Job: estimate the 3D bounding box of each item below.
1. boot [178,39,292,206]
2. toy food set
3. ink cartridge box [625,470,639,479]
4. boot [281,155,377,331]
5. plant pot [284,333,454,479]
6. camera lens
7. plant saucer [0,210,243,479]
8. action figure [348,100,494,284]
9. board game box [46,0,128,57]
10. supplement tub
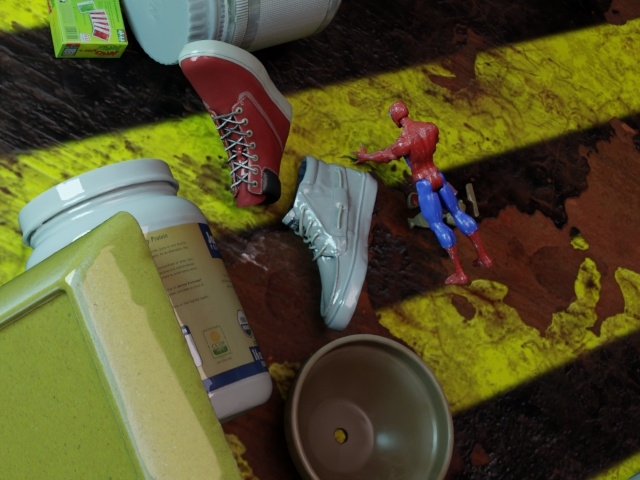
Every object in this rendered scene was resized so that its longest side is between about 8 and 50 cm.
[{"bbox_3d":[-0.115,-0.147,1.417,0.244,0.088,0.176,40,51,-55],"label":"boot"},{"bbox_3d":[0.183,-0.056,1.634,0.122,0.019,0.077,-5,73,-21],"label":"toy food set"},{"bbox_3d":[0.561,0.430,1.582,0.283,0.117,0.207,-20,81,-32],"label":"ink cartridge box"},{"bbox_3d":[0.000,0.000,1.483,0.123,0.095,0.258,18,55,-14],"label":"boot"},{"bbox_3d":[0.049,0.252,1.390,0.237,0.110,0.237,10,66,-24],"label":"plant pot"},{"bbox_3d":[-0.120,-0.374,1.477,0.274,0.219,0.219,-22,82,-32],"label":"camera lens"},{"bbox_3d":[-0.276,0.183,1.116,0.081,0.333,0.332,-9,73,-59],"label":"plant saucer"},{"bbox_3d":[0.147,-0.075,1.577,0.091,0.139,0.280,-30,105,-28],"label":"action figure"},{"bbox_3d":[-0.333,-0.344,1.460,0.092,0.043,0.181,-5,74,-29],"label":"board game box"},{"bbox_3d":[-0.213,0.084,1.248,0.228,0.228,0.316,-18,80,-32],"label":"supplement tub"}]
